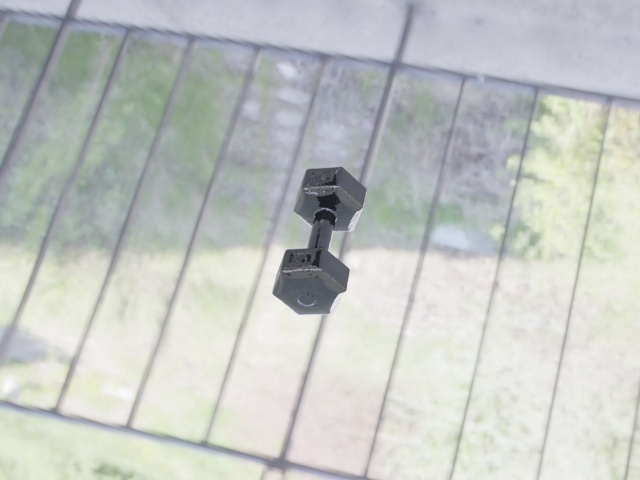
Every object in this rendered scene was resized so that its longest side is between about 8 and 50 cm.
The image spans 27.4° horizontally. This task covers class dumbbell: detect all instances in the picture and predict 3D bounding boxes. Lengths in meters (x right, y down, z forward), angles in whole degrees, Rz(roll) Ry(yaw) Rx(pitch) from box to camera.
[{"bbox_3d":[0.000,0.000,0.683,0.036,0.083,0.040,18,138,-5],"label":"dumbbell"}]
